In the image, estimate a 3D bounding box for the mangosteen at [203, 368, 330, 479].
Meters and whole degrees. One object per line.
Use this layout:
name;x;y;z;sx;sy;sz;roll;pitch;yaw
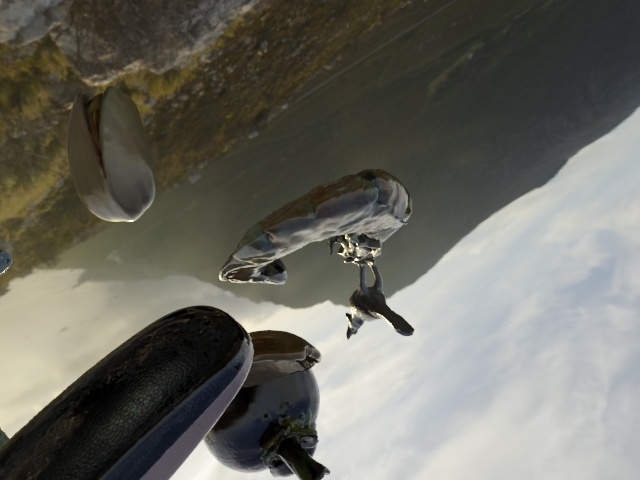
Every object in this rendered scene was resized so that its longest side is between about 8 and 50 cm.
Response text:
mangosteen;-0.083;0.309;0.842;0.231;0.232;0.289;-33;-146;-29

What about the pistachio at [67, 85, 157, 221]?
pistachio;-0.438;-0.175;0.996;0.166;0.288;0.197;-18;179;-6

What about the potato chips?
potato chips;-0.099;0.162;0.657;0.195;0.062;0.208;-3;154;-24

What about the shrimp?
shrimp;0.000;0.000;0.615;0.246;0.085;0.360;-25;170;4

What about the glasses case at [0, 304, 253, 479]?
glasses case;-0.181;0.170;0.369;0.122;0.075;0.314;17;-127;44

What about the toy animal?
toy animal;0.123;0.137;1.181;0.081;0.206;0.367;-2;169;-17

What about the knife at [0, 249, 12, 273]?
knife;-1.005;0.126;1.380;0.073;0.040;0.266;85;29;-48

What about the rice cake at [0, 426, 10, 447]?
rice cake;-0.671;0.426;1.015;0.033;0.170;0.029;-38;156;-44
